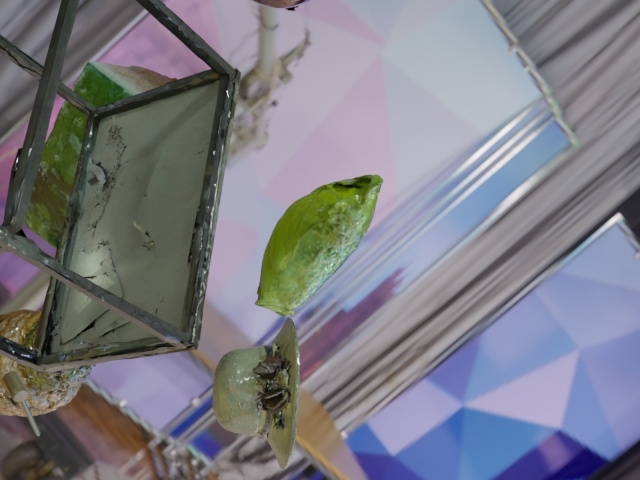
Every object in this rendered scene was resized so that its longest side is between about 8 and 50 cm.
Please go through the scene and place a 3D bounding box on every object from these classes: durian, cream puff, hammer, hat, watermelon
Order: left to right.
[{"bbox_3d":[-0.355,0.202,1.234,0.035,0.019,0.110,47,-24,37],"label":"hammer"},{"bbox_3d":[-0.428,0.184,1.598,0.183,0.169,0.183,19,64,-46],"label":"cream puff"},{"bbox_3d":[-0.322,-0.126,1.479,0.151,0.264,0.302,28,19,-6],"label":"watermelon"},{"bbox_3d":[-0.117,0.257,1.731,0.130,0.257,0.257,3,18,-11],"label":"hat"},{"bbox_3d":[0.000,0.000,1.394,0.101,0.250,0.139,34,13,-28],"label":"durian"}]

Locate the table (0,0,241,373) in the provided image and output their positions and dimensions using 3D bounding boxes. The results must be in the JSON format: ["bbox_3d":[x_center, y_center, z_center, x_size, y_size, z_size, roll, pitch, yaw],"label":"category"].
[{"bbox_3d":[-0.264,-0.080,1.018,0.272,0.222,0.335,40,47,-49],"label":"table"}]

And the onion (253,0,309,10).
[{"bbox_3d":[-0.087,-0.503,1.562,0.314,0.232,0.314,166,-90,-80],"label":"onion"}]
